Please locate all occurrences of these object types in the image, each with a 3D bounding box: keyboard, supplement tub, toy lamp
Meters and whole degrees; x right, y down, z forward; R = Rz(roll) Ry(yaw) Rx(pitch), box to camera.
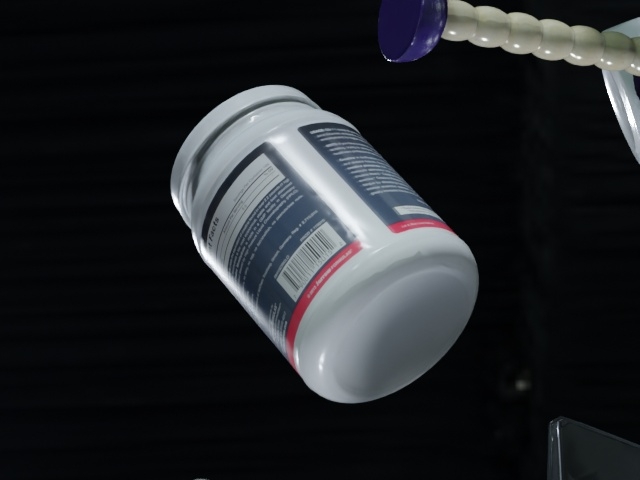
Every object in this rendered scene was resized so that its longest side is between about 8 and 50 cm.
[{"bbox_3d":[0.375,0.324,2.112,0.033,0.317,0.201,-42,35,43],"label":"keyboard"},{"bbox_3d":[0.000,0.000,1.788,0.272,0.191,0.191,49,157,36],"label":"supplement tub"},{"bbox_3d":[0.181,-0.141,1.373,0.080,0.275,0.080,-173,90,-66],"label":"toy lamp"}]

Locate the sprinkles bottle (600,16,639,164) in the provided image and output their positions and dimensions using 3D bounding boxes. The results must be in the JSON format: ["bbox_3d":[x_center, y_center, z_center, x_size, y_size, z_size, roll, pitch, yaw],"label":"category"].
[{"bbox_3d":[0.404,-0.167,1.533,0.121,0.355,0.121,-20,-90,-87],"label":"sprinkles bottle"}]

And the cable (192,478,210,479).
[{"bbox_3d":[-0.109,0.317,1.663,0.072,0.139,0.287,-32,-53,-50],"label":"cable"}]
